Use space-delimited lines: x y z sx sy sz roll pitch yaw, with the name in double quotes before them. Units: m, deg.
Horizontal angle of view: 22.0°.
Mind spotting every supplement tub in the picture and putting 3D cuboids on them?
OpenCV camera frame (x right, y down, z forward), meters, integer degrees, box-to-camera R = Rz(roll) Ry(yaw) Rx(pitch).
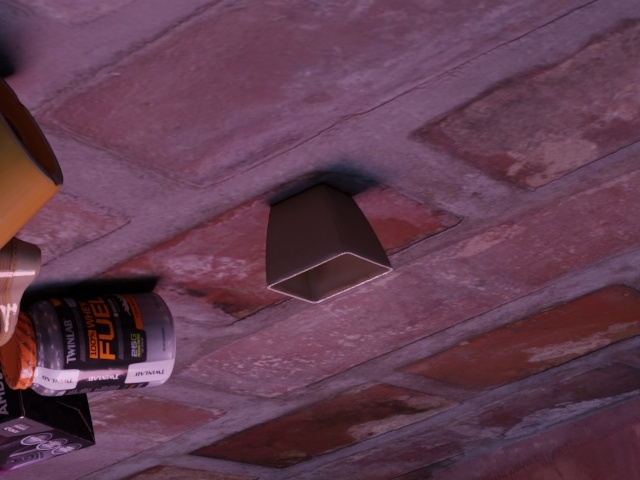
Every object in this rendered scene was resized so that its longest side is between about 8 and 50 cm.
"supplement tub" -0.277 0.123 1.954 0.190 0.117 0.117 -4 157 -28

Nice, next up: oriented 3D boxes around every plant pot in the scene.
"plant pot" 0.000 0.000 1.844 0.109 0.096 0.109 -25 157 24
"plant pot" -0.329 -0.049 1.387 0.188 0.205 0.205 -32 157 5

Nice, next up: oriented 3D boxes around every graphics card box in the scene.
"graphics card box" -0.517 0.268 2.211 0.371 0.094 0.233 -19 159 11

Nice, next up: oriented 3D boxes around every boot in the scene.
"boot" -0.418 0.041 1.737 0.207 0.090 0.248 7 155 -19
